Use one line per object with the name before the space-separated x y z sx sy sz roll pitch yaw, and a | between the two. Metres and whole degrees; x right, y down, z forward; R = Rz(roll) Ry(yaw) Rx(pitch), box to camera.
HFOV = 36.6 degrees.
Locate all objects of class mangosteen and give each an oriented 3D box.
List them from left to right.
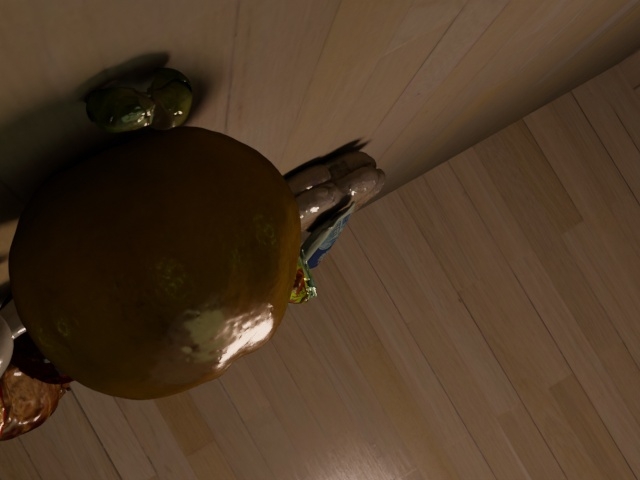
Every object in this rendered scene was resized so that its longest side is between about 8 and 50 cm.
mangosteen | -0.352 0.100 1.300 0.146 0.156 0.181 23 101 -54

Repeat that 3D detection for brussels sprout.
brussels sprout | -0.135 -0.103 0.742 0.083 0.046 0.051 -28 -143 -33

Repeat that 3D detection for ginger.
ginger | -0.648 0.329 1.859 0.358 0.152 0.274 -27 176 -28

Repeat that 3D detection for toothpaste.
toothpaste | 0.001 0.000 1.807 0.069 0.047 0.268 -10 162 -20

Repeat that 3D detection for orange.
orange | -0.150 0.023 0.916 0.279 0.235 0.279 -23 179 0

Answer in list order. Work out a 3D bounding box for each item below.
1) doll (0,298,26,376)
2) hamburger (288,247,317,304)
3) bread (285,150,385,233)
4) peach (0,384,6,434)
doll | -0.398 0.126 1.007 0.252 0.111 0.237 -54 154 -11
hamburger | -0.147 0.040 1.754 0.276 0.150 0.260 -8 162 25
bread | 0.026 -0.097 1.808 0.183 0.102 0.337 -33 175 9
peach | -0.464 0.198 1.132 0.190 0.190 0.192 -28 178 -29
